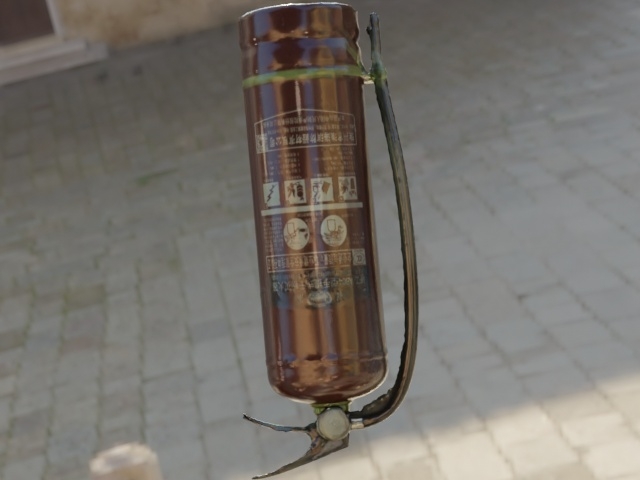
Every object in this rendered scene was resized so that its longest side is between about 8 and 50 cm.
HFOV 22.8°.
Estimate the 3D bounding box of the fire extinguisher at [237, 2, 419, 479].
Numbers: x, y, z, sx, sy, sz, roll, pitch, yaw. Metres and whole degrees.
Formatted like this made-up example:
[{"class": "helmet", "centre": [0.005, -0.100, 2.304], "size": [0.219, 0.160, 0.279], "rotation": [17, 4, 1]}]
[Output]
[{"class": "fire extinguisher", "centre": [0.000, 0.000, 0.545], "size": [0.064, 0.158, 0.043], "rotation": [-5, -1, -3]}]
